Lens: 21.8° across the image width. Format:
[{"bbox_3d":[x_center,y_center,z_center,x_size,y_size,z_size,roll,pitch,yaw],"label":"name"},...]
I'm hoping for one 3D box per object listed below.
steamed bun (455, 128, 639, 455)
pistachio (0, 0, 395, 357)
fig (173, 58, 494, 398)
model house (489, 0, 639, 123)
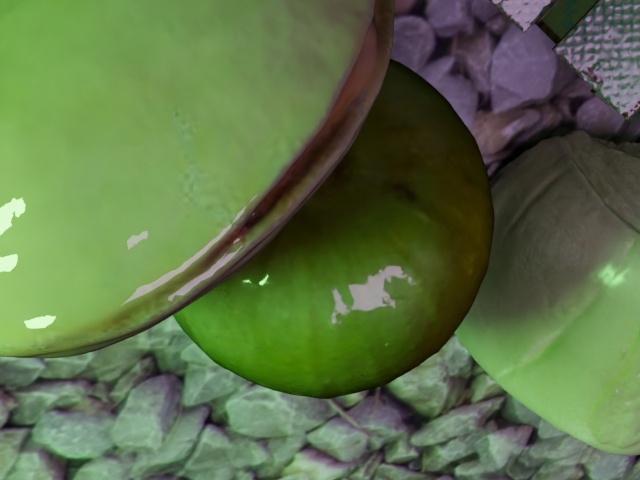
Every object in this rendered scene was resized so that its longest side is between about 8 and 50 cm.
[{"bbox_3d":[0.269,0.050,1.652,0.272,0.273,0.290,11,118,-16],"label":"steamed bun"},{"bbox_3d":[-0.139,-0.105,1.208,0.445,0.365,0.281,-52,140,-18],"label":"pistachio"},{"bbox_3d":[0.000,0.000,1.432,0.316,0.316,0.316,-15,132,-17],"label":"fig"},{"bbox_3d":[0.261,-0.212,1.429,0.178,0.206,0.271,-43,133,11],"label":"model house"}]
